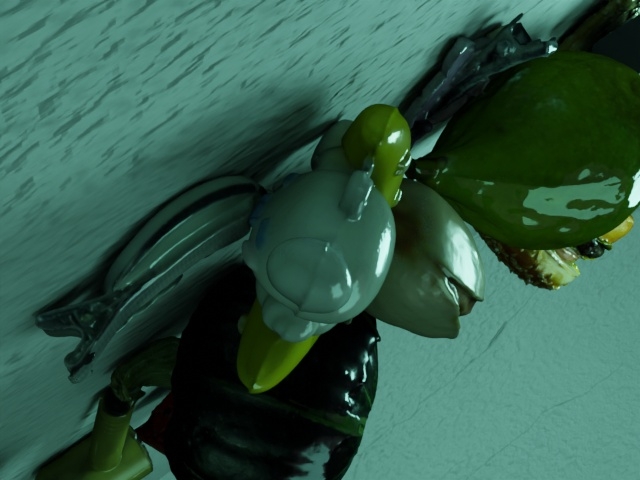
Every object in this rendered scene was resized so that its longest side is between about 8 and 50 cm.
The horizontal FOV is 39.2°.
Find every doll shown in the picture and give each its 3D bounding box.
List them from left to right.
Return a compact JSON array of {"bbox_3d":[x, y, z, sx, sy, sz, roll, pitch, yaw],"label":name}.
[{"bbox_3d":[0.000,0.000,0.684,0.252,0.111,0.237,-61,-177,-41],"label":"doll"}]

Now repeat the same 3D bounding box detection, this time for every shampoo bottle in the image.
[{"bbox_3d":[0.401,-0.232,1.202,0.098,0.071,0.309,-37,174,10],"label":"shampoo bottle"}]

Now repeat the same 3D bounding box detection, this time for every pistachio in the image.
[{"bbox_3d":[0.092,0.022,0.885,0.144,0.144,0.215,-40,136,9],"label":"pistachio"}]

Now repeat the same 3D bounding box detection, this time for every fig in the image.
[{"bbox_3d":[0.218,-0.110,1.009,0.314,0.233,0.233,8,152,-16],"label":"fig"}]

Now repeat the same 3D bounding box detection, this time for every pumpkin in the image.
[{"bbox_3d":[-0.076,0.148,0.970,0.295,0.296,0.296,-38,171,-7],"label":"pumpkin"}]

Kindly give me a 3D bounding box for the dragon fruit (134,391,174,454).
[{"bbox_3d":[-0.069,0.186,1.352,0.330,0.302,0.240,-53,155,-59],"label":"dragon fruit"}]

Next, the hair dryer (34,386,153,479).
[{"bbox_3d":[-0.278,0.259,1.124,0.135,0.090,0.279,-30,161,-32],"label":"hair dryer"}]

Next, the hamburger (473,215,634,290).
[{"bbox_3d":[0.383,-0.053,1.557,0.225,0.291,0.291,-42,170,15],"label":"hamburger"}]

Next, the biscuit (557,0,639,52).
[{"bbox_3d":[0.376,-0.283,1.171,0.219,0.033,0.220,-35,172,-6],"label":"biscuit"}]

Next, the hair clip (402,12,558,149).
[{"bbox_3d":[0.142,-0.154,0.858,0.146,0.056,0.187,-32,177,-42],"label":"hair clip"}]

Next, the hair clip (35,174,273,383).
[{"bbox_3d":[-0.112,0.018,0.678,0.220,0.054,0.140,-39,167,-17],"label":"hair clip"}]
